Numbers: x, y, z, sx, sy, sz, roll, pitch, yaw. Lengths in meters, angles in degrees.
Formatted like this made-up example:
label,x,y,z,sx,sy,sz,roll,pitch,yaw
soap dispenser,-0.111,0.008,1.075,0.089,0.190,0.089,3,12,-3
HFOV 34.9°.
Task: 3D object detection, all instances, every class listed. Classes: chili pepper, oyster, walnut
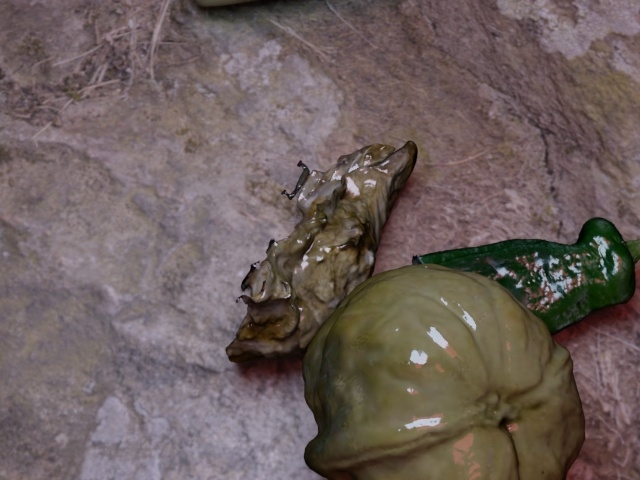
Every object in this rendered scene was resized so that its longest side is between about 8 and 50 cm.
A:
label,x,y,z,sx,sy,sz,roll,pitch,yaw
chili pepper,0.254,0.046,1.168,0.270,0.099,0.136,-16,58,-4
oyster,-0.002,0.004,1.159,0.133,0.198,0.337,39,53,-11
walnut,0.113,0.169,0.998,0.282,0.277,0.253,44,71,0

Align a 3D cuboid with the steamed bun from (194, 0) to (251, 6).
label,x,y,z,sx,sy,sz,roll,pitch,yaw
steamed bun,-0.059,-0.553,1.324,0.371,0.290,0.456,-14,67,-9
